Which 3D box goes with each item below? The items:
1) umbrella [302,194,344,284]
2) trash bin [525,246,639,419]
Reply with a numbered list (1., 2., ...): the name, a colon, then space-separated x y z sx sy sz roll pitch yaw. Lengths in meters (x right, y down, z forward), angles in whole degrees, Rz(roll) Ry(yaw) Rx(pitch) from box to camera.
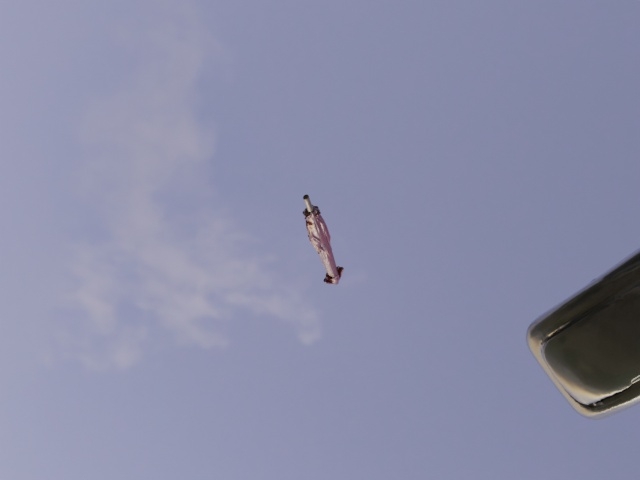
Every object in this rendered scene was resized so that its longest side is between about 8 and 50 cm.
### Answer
1. umbrella: 0.000 0.000 1.432 0.025 0.165 0.027 4 -129 20
2. trash bin: 0.281 0.055 0.999 0.177 0.236 0.101 -41 -98 27
